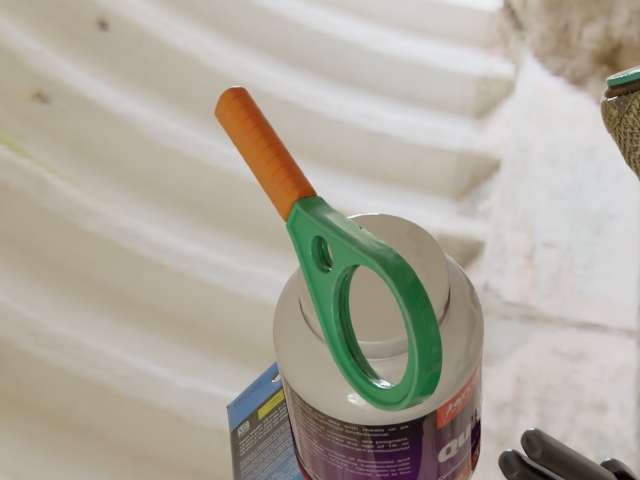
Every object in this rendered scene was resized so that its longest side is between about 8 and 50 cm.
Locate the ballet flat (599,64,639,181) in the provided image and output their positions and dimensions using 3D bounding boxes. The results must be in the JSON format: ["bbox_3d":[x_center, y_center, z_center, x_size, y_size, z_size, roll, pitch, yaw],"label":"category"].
[{"bbox_3d":[0.528,-0.172,1.674,0.164,0.483,0.182,-27,-86,-56],"label":"ballet flat"}]

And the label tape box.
[{"bbox_3d":[0.016,0.215,1.798,0.240,0.106,0.333,-42,17,10],"label":"label tape box"}]

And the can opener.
[{"bbox_3d":[0.314,0.289,1.927,0.076,0.283,0.095,-46,37,15],"label":"can opener"}]

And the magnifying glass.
[{"bbox_3d":[0.000,0.000,0.934,0.231,0.026,0.092,58,146,28],"label":"magnifying glass"}]

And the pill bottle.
[{"bbox_3d":[0.055,0.116,1.416,0.323,0.181,0.181,82,-162,-57],"label":"pill bottle"}]
